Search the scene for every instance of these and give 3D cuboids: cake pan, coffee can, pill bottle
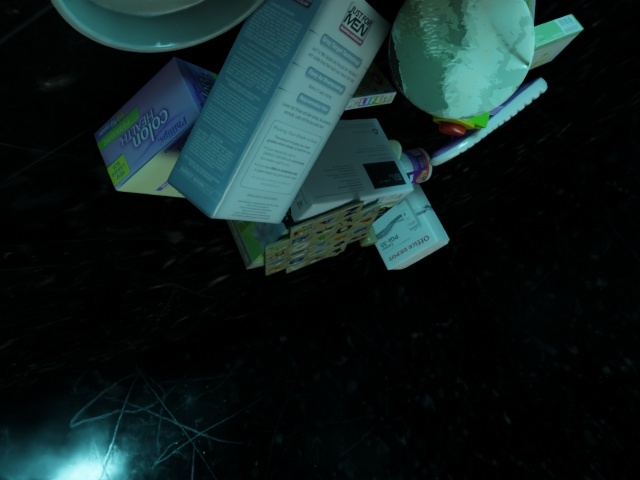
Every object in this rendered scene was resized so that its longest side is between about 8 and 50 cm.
[{"bbox_3d":[-0.174,-0.339,0.645,0.293,0.054,0.293,-24,166,-7],"label":"cake pan"},{"bbox_3d":[0.211,-0.309,0.903,0.202,0.201,0.275,-29,-169,13],"label":"coffee can"},{"bbox_3d":[0.229,-0.207,1.670,0.194,0.108,0.108,-18,164,-25],"label":"pill bottle"}]

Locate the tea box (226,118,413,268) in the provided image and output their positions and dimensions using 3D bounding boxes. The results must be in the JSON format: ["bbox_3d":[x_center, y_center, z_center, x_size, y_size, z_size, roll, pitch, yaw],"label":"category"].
[{"bbox_3d":[-0.020,-0.114,1.357,0.329,0.219,0.323,-12,159,-41],"label":"tea box"}]

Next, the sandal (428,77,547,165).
[{"bbox_3d":[0.455,-0.352,1.586,0.416,0.102,0.169,-36,-177,-12],"label":"sandal"}]

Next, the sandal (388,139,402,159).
[{"bbox_3d":[0.116,-0.198,1.552,0.240,0.088,0.079,-29,172,33],"label":"sandal"}]

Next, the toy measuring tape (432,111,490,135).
[{"bbox_3d":[0.297,-0.337,1.389,0.330,0.121,0.121,9,146,-38],"label":"toy measuring tape"}]

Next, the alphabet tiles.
[{"bbox_3d":[0.000,0.000,1.330,0.285,0.011,0.342,-22,165,-12],"label":"alphabet tiles"}]

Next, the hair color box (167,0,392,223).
[{"bbox_3d":[-0.061,-0.213,0.856,0.374,0.114,0.185,-59,155,15],"label":"hair color box"}]

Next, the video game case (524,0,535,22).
[{"bbox_3d":[0.361,-0.460,1.179,0.193,0.023,0.212,-29,164,14],"label":"video game case"}]

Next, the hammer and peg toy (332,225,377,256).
[{"bbox_3d":[0.001,-0.032,1.760,0.362,0.127,0.266,-12,164,-6],"label":"hammer and peg toy"}]

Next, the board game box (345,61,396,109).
[{"bbox_3d":[0.049,-0.295,0.968,0.104,0.154,0.026,-17,153,-31],"label":"board game box"}]

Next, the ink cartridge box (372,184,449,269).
[{"bbox_3d":[0.267,-0.070,1.862,0.207,0.282,0.117,-34,164,28],"label":"ink cartridge box"}]

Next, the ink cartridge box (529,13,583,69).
[{"bbox_3d":[0.501,-0.440,1.369,0.171,0.056,0.235,-26,168,-25],"label":"ink cartridge box"}]

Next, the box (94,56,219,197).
[{"bbox_3d":[-0.223,-0.182,0.988,0.214,0.117,0.243,-33,165,26],"label":"box"}]
